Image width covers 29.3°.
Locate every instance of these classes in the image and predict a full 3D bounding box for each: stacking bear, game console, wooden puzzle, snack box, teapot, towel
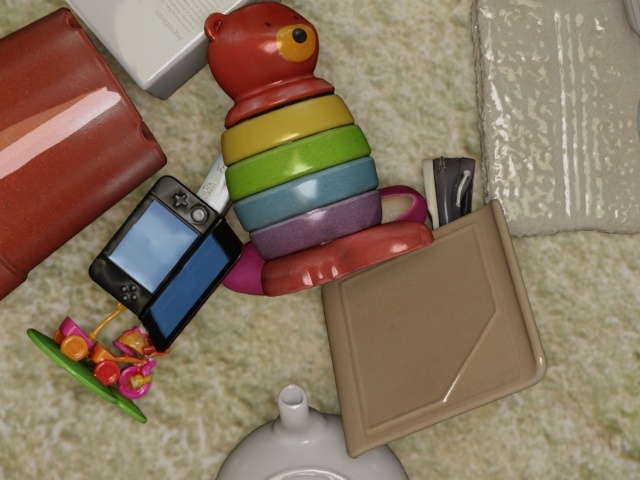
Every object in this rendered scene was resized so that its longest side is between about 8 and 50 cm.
[{"bbox_3d":[-0.029,-0.102,1.240,0.175,0.164,0.289,-19,91,-33],"label":"stacking bear"},{"bbox_3d":[-0.164,0.022,1.279,0.124,0.085,0.144,39,95,-2],"label":"game console"},{"bbox_3d":[0.113,0.094,1.280,0.239,0.044,0.221,-28,49,23],"label":"wooden puzzle"},{"bbox_3d":[-0.090,-0.092,1.362,0.037,0.100,0.141,30,93,1],"label":"snack box"},{"bbox_3d":[-0.011,0.318,1.332,0.256,0.187,0.252,39,93,-1],"label":"teapot"},{"bbox_3d":[0.266,-0.144,1.365,0.187,0.049,0.282,-2,90,-3],"label":"towel"}]

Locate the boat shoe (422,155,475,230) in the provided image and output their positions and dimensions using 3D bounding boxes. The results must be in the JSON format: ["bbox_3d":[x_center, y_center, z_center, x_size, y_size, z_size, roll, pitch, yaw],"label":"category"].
[{"bbox_3d":[0.159,0.005,1.371,0.065,0.075,0.206,-9,87,5],"label":"boat shoe"}]

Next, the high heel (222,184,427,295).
[{"bbox_3d":[0.000,0.000,1.348,0.244,0.117,0.082,-13,78,2],"label":"high heel"}]

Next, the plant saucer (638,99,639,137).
[{"bbox_3d":[0.447,-0.134,1.350,0.195,0.037,0.194,0,91,-13],"label":"plant saucer"}]

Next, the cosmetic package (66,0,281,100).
[{"bbox_3d":[-0.161,-0.270,1.333,0.184,0.151,0.151,-40,90,2],"label":"cosmetic package"}]

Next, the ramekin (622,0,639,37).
[{"bbox_3d":[0.434,-0.283,1.264,0.273,0.273,0.127,-9,105,2],"label":"ramekin"}]

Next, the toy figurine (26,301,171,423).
[{"bbox_3d":[-0.212,0.096,1.379,0.173,0.130,0.159,42,83,-22],"label":"toy figurine"}]

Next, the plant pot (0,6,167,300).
[{"bbox_3d":[-0.326,-0.096,1.303,0.265,0.272,0.272,-34,91,-5],"label":"plant pot"}]
